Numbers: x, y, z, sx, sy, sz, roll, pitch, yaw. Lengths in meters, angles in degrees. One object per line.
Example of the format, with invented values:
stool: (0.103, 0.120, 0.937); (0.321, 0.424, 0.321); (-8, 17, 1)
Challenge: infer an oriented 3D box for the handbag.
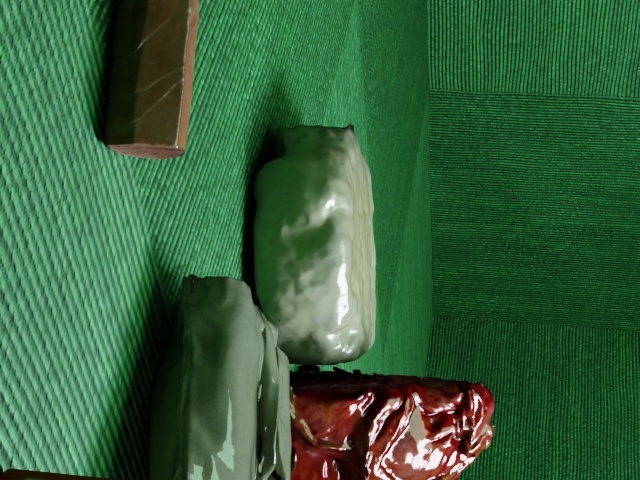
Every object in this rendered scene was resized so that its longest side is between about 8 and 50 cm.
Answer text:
handbag: (-0.086, 0.187, 1.073); (0.316, 0.109, 0.253); (70, 21, -65)

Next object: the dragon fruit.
dragon fruit: (0.043, 0.214, 1.392); (0.302, 0.330, 0.240); (74, 0, -58)

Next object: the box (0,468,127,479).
box: (-0.110, 0.318, 0.563); (0.348, 0.256, 0.319); (-25, 120, -79)

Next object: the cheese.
cheese: (0.000, 0.000, 1.441); (0.326, 0.115, 0.318); (-85, 168, -48)

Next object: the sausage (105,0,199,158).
sausage: (-0.124, -0.148, 0.872); (0.065, 0.065, 0.170); (40, 54, -78)

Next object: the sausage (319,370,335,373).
sausage: (0.020, 0.236, 1.709); (0.076, 0.103, 0.302); (-48, 170, 2)
